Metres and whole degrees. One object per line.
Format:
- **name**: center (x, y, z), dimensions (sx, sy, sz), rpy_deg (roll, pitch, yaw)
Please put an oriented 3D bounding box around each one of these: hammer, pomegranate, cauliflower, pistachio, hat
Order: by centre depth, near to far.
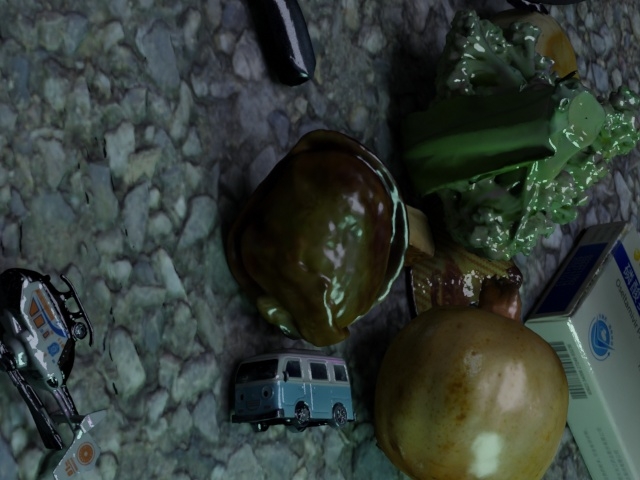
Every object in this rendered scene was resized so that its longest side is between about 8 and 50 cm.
- **pistachio**: center (0.000, 0.000, 1.633), dimensions (0.165, 0.130, 0.210), rpy_deg (3, 112, -11)
- **hammer**: center (-0.066, -0.278, 1.678), dimensions (0.137, 0.037, 0.290), rpy_deg (-37, 114, -48)
- **pomegranate**: center (0.149, 0.160, 1.763), dimensions (0.207, 0.207, 0.207), rpy_deg (9, 78, -51)
- **cauliflower**: center (0.209, -0.107, 1.803), dimensions (0.239, 0.315, 0.256), rpy_deg (34, 72, -13)
- **hat**: center (0.177, 0.042, 1.911), dimensions (0.193, 0.082, 0.193), rpy_deg (11, 75, -50)

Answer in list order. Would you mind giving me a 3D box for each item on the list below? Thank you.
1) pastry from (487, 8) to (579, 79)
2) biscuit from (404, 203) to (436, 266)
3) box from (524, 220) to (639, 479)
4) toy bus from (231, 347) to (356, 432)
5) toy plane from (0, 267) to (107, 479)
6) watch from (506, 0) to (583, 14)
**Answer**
- **pastry**: center (0.233, -0.183, 2.006), dimensions (0.156, 0.092, 0.156), rpy_deg (11, 77, -57)
- **biscuit**: center (0.045, -0.024, 1.775), dimensions (0.188, 0.052, 0.056), rpy_deg (24, 55, -49)
- **box**: center (0.364, 0.172, 2.142), dimensions (0.200, 0.065, 0.343), rpy_deg (-50, 123, -42)
- **toy bus**: center (-0.026, 0.137, 1.657), dimensions (0.123, 0.060, 0.075), rpy_deg (10, 73, -53)
- **toy plane**: center (-0.219, 0.095, 1.430), dimensions (0.078, 0.053, 0.197), rpy_deg (-36, 112, -39)
- **watch**: center (0.300, -0.401, 1.961), dimensions (0.327, 0.314, 0.335), rpy_deg (-32, 93, -32)
